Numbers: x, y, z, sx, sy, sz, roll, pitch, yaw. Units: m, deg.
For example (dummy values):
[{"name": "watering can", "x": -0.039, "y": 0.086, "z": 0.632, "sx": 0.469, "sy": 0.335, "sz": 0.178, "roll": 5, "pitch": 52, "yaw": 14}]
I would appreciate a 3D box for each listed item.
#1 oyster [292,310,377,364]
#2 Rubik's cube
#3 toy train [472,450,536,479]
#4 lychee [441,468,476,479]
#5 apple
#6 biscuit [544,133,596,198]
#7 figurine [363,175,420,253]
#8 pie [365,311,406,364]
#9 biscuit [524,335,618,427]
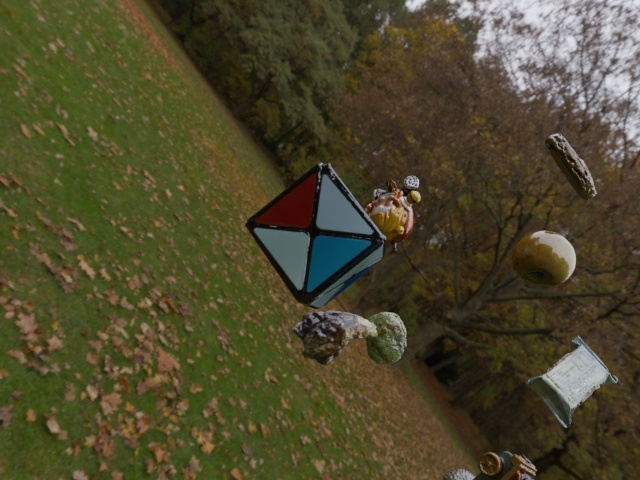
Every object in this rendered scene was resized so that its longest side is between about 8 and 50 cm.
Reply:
[{"name": "oyster", "x": 0.052, "y": 0.357, "z": 1.715, "sx": 0.275, "sy": 0.271, "sz": 0.100, "roll": 44, "pitch": 6, "yaw": -29}, {"name": "Rubik's cube", "x": 0.000, "y": 0.000, "z": 1.137, "sx": 0.248, "sy": 0.250, "sz": 0.246, "roll": 52, "pitch": -1, "yaw": 12}, {"name": "toy train", "x": 0.558, "y": 0.854, "z": 1.476, "sx": 0.163, "sy": 0.369, "sz": 0.231, "roll": 40, "pitch": 5, "yaw": -39}, {"name": "lychee", "x": 0.587, "y": 1.072, "z": 1.967, "sx": 0.165, "sy": 0.197, "sz": 0.165, "roll": -23, "pitch": 90, "yaw": -83}, {"name": "apple", "x": 0.691, "y": 0.054, "z": 1.424, "sx": 0.182, "sy": 0.155, "sz": 0.182, "roll": 23, "pitch": -30, "yaw": 14}, {"name": "biscuit", "x": 0.945, "y": -0.280, "z": 1.730, "sx": 0.296, "sy": 0.075, "sz": 0.296, "roll": 41, "pitch": 29, "yaw": -29}, {"name": "figurine", "x": 0.315, "y": -0.116, "z": 2.029, "sx": 0.196, "sy": 0.323, "sz": 0.320, "roll": 41, "pitch": -37, "yaw": -26}, {"name": "pie", "x": 0.312, "y": 0.457, "z": 2.161, "sx": 0.090, "sy": 0.201, "sz": 0.248, "roll": -156, "pitch": -123, "yaw": -86}, {"name": "biscuit", "x": 0.849, "y": 0.468, "z": 1.545, "sx": 0.186, "sy": 0.309, "sz": 0.079, "roll": 51, "pitch": -33, "yaw": 25}]
